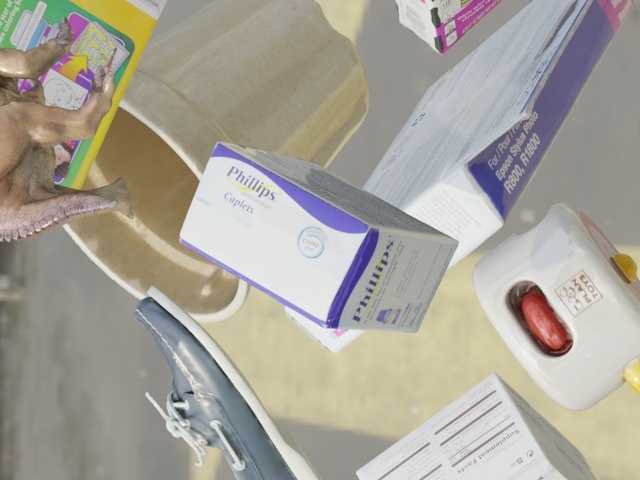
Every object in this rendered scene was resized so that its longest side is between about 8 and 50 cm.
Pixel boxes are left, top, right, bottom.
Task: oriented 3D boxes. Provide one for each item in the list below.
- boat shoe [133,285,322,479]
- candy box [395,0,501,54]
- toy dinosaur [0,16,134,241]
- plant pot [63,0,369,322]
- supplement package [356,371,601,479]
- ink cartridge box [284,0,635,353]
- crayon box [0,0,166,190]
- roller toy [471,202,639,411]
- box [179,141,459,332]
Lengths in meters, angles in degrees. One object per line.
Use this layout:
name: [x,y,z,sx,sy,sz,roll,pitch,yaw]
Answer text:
boat shoe: [-0.085,0.151,1.586,0.254,0.079,0.095,54,177,-23]
candy box: [0.147,-0.320,1.937,0.071,0.159,0.233,41,166,26]
toy dinosaur: [-0.258,-0.069,1.350,0.295,0.200,0.127,50,149,35]
plant pot: [-0.117,-0.129,2.142,0.334,0.305,0.333,31,146,24]
supplement package: [0.206,0.309,2.176,0.204,0.262,0.145,-37,49,10]
ink cartridge box: [0.140,-0.092,1.509,0.330,0.071,0.324,-38,13,47]
crayon box: [-0.261,-0.167,1.712,0.081,0.165,0.278,-8,56,60]
roller toy: [0.264,0.066,1.928,0.146,0.191,0.209,-38,35,13]
box: [0.000,0.000,1.212,0.126,0.137,0.072,29,100,27]
